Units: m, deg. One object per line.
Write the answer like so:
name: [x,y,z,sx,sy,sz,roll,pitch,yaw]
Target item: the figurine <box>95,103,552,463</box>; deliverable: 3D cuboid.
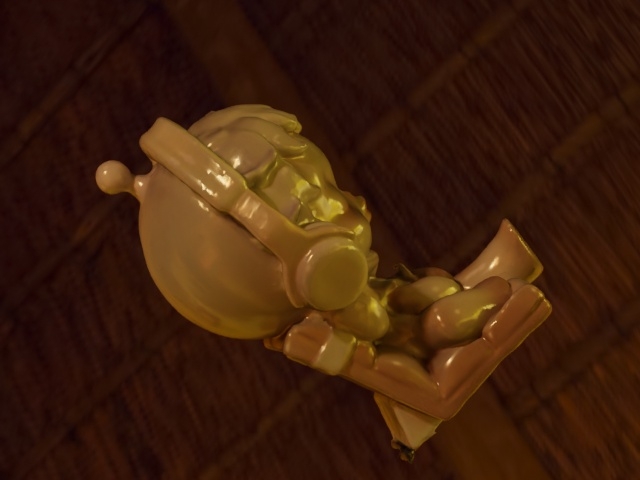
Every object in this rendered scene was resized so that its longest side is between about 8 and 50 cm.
figurine: [-0.003,0.003,1.018,0.237,0.162,0.141,34,-91,-5]
